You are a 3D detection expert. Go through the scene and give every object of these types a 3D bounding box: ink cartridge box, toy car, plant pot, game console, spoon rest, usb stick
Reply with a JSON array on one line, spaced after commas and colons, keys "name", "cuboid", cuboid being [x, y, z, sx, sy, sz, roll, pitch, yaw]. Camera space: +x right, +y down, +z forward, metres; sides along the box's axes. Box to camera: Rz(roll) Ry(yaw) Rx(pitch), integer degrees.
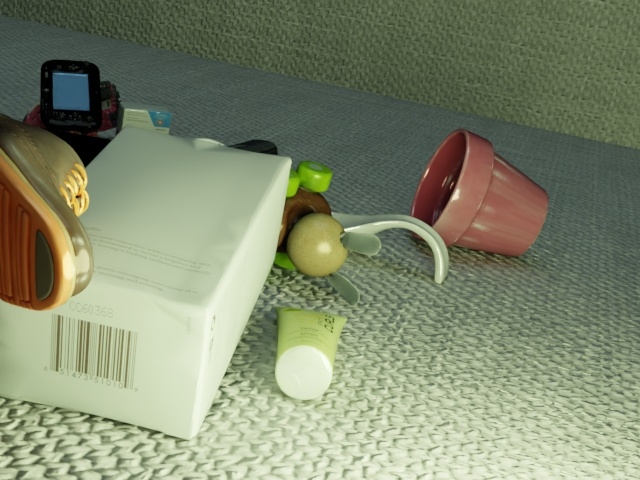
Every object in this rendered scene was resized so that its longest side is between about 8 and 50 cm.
[{"name": "ink cartridge box", "cuboid": [-0.323, -0.182, 1.928, 0.088, 0.123, 0.052, 3, 22, -23]}, {"name": "toy car", "cuboid": [0.000, 0.000, 1.477, 0.188, 0.155, 0.149, 31, 25, 29]}, {"name": "plant pot", "cuboid": [0.274, -0.064, 1.802, 0.180, 0.201, 0.201, 23, 13, -14]}, {"name": "game console", "cuboid": [-0.442, -0.205, 1.830, 0.213, 0.044, 0.361, 8, 40, -21]}, {"name": "spoon rest", "cuboid": [0.068, -0.010, 1.652, 0.276, 0.084, 0.137, 15, 17, 13]}, {"name": "usb stick", "cuboid": [-0.170, -0.162, 2.089, 0.077, 0.045, 0.278, 17, 18, 20]}]

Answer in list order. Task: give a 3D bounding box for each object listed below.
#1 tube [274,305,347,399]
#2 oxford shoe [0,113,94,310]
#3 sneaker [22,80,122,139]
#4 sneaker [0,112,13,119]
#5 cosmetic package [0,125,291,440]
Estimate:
[{"name": "tube", "cuboid": [-0.016, 0.114, 1.231, 0.070, 0.062, 0.240, 50, 9, -7]}, {"name": "oxford shoe", "cuboid": [-0.261, -0.048, 0.960, 0.132, 0.130, 0.363, -7, 27, -32]}, {"name": "sneaker", "cuboid": [-0.478, -0.220, 2.019, 0.112, 0.121, 0.299, -16, 9, 19]}, {"name": "sneaker", "cuboid": [-0.700, -0.262, 1.916, 0.365, 0.150, 0.135, 14, 17, 14]}, {"name": "cosmetic package", "cuboid": [-0.176, 0.023, 1.149, 0.217, 0.156, 0.385, 13, 26, 6]}]
